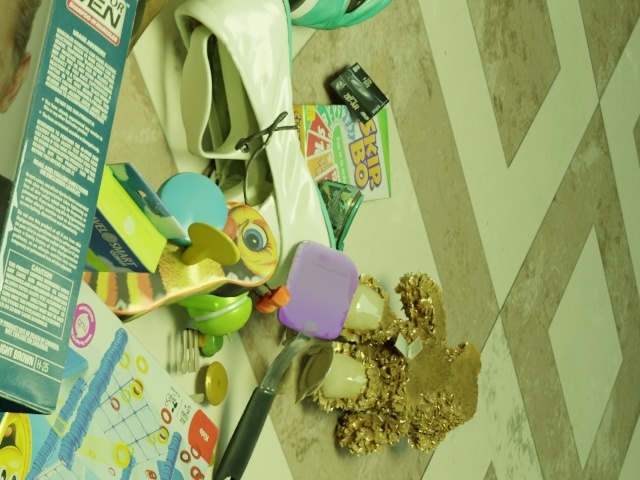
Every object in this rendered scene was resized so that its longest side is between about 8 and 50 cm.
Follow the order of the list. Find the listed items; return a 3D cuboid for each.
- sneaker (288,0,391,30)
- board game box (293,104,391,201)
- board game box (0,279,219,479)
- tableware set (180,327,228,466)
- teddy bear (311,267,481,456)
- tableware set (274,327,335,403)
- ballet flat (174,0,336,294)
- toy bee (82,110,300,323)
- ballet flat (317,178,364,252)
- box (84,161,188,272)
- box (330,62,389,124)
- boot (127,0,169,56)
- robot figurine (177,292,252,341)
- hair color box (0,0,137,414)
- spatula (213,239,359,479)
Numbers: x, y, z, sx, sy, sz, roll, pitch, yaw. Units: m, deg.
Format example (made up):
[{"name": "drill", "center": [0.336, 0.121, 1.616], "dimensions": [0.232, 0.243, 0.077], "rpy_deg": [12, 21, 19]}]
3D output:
[{"name": "sneaker", "center": [0.044, -0.373, 1.776], "dimensions": [0.178, 0.124, 0.295], "rpy_deg": [26, 90, -61]}, {"name": "board game box", "center": [0.029, -0.107, 1.887], "dimensions": [0.259, 0.039, 0.124], "rpy_deg": [-11, 99, -65]}, {"name": "board game box", "center": [-0.230, 0.225, 1.320], "dimensions": [0.308, 0.086, 0.302], "rpy_deg": [55, 42, -47]}, {"name": "tableware set", "center": [-0.129, 0.164, 1.589], "dimensions": [0.104, 0.024, 0.154], "rpy_deg": [2, 86, -66]}, {"name": "teddy bear", "center": [0.083, 0.158, 1.915], "dimensions": [0.338, 0.113, 0.245], "rpy_deg": [2, 88, -57]}, {"name": "tableware set", "center": [-0.016, 0.114, 1.700], "dimensions": [0.020, 0.141, 0.169], "rpy_deg": [31, 56, -21]}, {"name": "ballet flat", "center": [-0.081, -0.083, 1.590], "dimensions": [0.139, 0.139, 0.400], "rpy_deg": [-41, 126, -56]}, {"name": "toy bee", "center": [-0.103, 0.011, 1.414], "dimensions": [0.162, 0.298, 0.195], "rpy_deg": [58, -12, -2]}, {"name": "ballet flat", "center": [0.000, 0.000, 1.780], "dimensions": [0.070, 0.070, 0.188], "rpy_deg": [-53, 166, -50]}, {"name": "box", "center": [-0.213, -0.017, 1.257], "dimensions": [0.109, 0.178, 0.042], "rpy_deg": [56, 43, -47]}, {"name": "box", "center": [0.050, -0.185, 1.892], "dimensions": [0.067, 0.018, 0.083], "rpy_deg": [50, 25, -3]}, {"name": "boot", "center": [-0.199, -0.221, 1.408], "dimensions": [0.115, 0.112, 0.305], "rpy_deg": [-59, -174, 35]}, {"name": "robot figurine", "center": [-0.112, 0.047, 1.557], "dimensions": [0.101, 0.067, 0.115], "rpy_deg": [-65, 133, -77]}, {"name": "hair color box", "center": [-0.266, -0.048, 1.162], "dimensions": [0.105, 0.174, 0.347], "rpy_deg": [37, 57, -55]}, {"name": "spatula", "center": [-0.045, 0.143, 1.612], "dimensions": [0.084, 0.030, 0.296], "rpy_deg": [20, 104, -27]}]
